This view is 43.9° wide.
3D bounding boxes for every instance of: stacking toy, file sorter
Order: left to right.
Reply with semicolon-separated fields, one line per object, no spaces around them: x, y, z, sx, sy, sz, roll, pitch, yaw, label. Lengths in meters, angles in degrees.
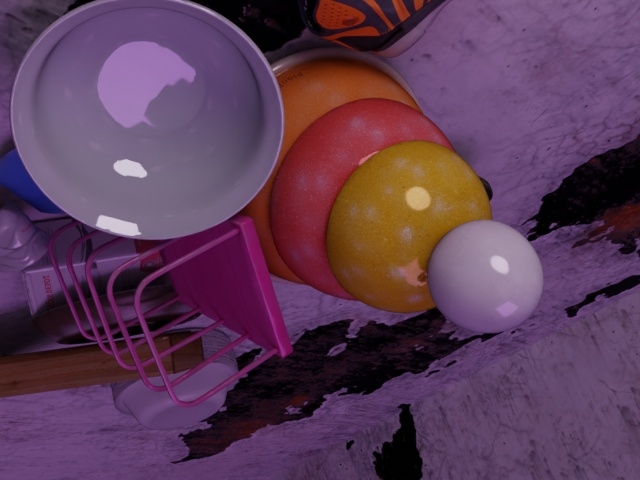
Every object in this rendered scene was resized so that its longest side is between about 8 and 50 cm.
-0.214;0.069;1.070;0.182;0.290;0.202;-30;119;-29;file sorter
0.084;-0.021;0.964;0.350;0.480;0.351;-11;118;-22;stacking toy

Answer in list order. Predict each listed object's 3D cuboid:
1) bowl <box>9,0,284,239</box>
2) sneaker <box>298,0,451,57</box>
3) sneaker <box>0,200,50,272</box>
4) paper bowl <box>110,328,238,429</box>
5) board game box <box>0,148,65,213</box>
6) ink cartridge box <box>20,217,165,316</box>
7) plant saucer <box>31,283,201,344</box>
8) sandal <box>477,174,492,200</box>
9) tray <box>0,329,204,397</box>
-0.197;-0.157;0.928;0.297;0.134;0.298;-5;122;-8;bowl
0.088;-0.324;0.871;0.180;0.125;0.321;1;147;-36;sneaker
-0.502;-0.009;1.136;0.232;0.090;0.115;-13;119;18;sneaker
-0.323;0.323;1.781;0.284;0.148;0.284;-15;151;-8;paper bowl
-0.365;-0.097;1.101;0.133;0.033;0.169;-20;148;13;board game box
-0.366;0.035;1.276;0.217;0.092;0.159;-11;152;-20;ink cartridge box
-0.328;0.130;1.357;0.310;0.050;0.310;-12;170;-2;plant saucer
0.188;-0.122;1.368;0.302;0.086;0.120;26;136;-36;sandal
-0.439;0.227;1.449;0.410;0.076;0.203;-9;175;6;tray
